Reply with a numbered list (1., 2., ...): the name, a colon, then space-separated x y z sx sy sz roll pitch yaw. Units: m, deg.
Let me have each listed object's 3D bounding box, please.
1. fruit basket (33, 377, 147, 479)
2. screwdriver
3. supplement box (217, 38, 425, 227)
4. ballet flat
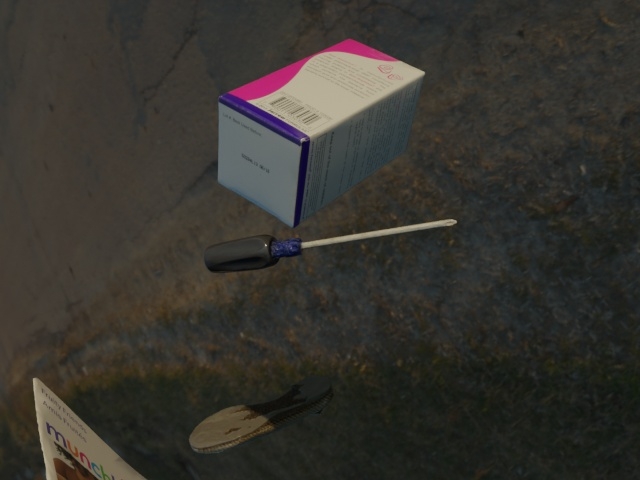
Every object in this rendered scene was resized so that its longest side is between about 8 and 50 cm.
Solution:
1. fruit basket: -0.074 0.280 0.506 0.327 0.165 0.353 58 175 -33
2. screwdriver: 0.000 0.000 0.438 0.170 0.025 0.024 -11 63 26
3. supplement box: 0.003 -0.125 0.765 0.111 0.220 0.114 32 136 25
4. ballet flat: -0.089 0.291 1.134 0.084 0.250 0.058 36 140 53
